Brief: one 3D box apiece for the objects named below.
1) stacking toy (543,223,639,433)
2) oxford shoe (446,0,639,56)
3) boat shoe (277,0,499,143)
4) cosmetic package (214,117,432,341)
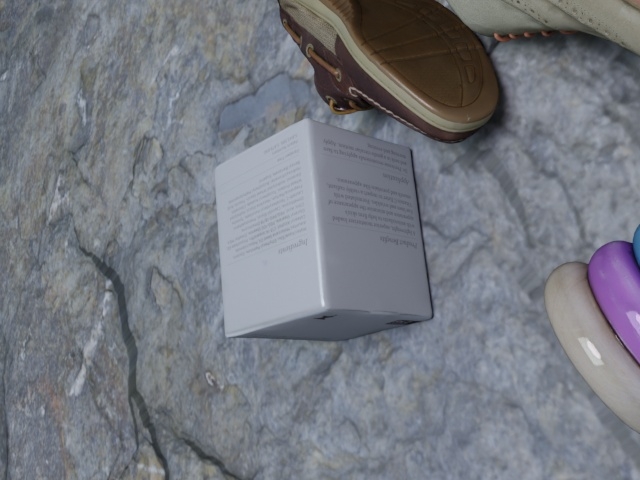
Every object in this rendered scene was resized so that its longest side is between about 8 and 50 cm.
[{"bbox_3d":[0.311,-0.011,0.477,0.330,0.141,0.141,-41,56,27],"label":"stacking toy"},{"bbox_3d":[0.201,-0.225,0.639,0.397,0.140,0.146,51,151,33],"label":"oxford shoe"},{"bbox_3d":[0.050,-0.191,0.794,0.342,0.123,0.123,48,148,34],"label":"boat shoe"},{"bbox_3d":[0.000,0.000,0.771,0.151,0.151,0.183,-20,69,44],"label":"cosmetic package"}]
